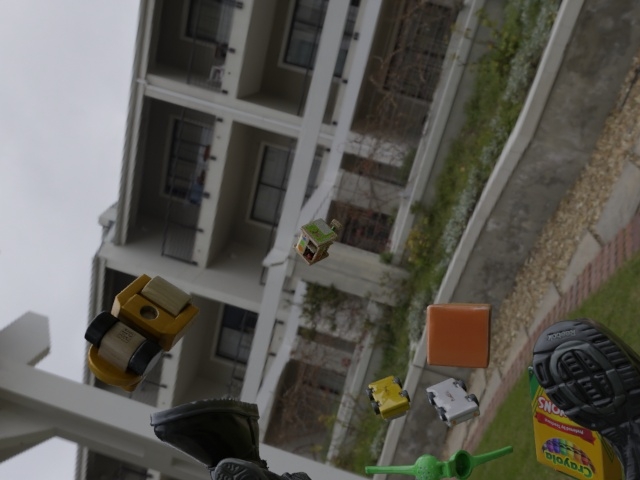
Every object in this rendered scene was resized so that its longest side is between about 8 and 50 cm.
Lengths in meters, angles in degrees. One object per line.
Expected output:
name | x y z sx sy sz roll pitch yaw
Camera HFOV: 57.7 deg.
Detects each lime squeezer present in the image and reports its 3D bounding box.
lime squeezer | 0.249 0.454 1.161 0.110 0.310 0.059 84 177 -64

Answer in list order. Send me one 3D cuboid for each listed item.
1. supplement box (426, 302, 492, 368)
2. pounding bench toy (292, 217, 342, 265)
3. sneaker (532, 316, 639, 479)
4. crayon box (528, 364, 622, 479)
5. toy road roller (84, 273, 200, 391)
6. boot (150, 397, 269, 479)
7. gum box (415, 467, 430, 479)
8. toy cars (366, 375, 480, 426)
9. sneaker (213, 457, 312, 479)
supplement box | 0.196 0.124 0.800 0.233 0.078 0.080 11 -101 -73
pounding bench toy | 0.000 0.000 1.082 0.083 0.052 0.065 -25 -28 -38
sneaker | 0.335 0.195 0.579 0.109 0.286 0.130 -37 -15 32
crayon box | 0.648 0.483 1.478 0.202 0.081 0.318 1 100 59
toy road roller | -0.526 0.281 1.679 0.240 0.202 0.329 -60 -4 38
boot | -0.195 0.574 1.231 0.367 0.146 0.445 33 -139 -61
gum box | 0.311 0.737 1.563 0.184 0.041 0.157 57 -153 -21
toy cars | 0.268 0.439 1.536 0.176 0.394 0.087 -29 -77 -43
sneaker | -0.089 0.467 1.078 0.130 0.227 0.087 106 -175 -80
